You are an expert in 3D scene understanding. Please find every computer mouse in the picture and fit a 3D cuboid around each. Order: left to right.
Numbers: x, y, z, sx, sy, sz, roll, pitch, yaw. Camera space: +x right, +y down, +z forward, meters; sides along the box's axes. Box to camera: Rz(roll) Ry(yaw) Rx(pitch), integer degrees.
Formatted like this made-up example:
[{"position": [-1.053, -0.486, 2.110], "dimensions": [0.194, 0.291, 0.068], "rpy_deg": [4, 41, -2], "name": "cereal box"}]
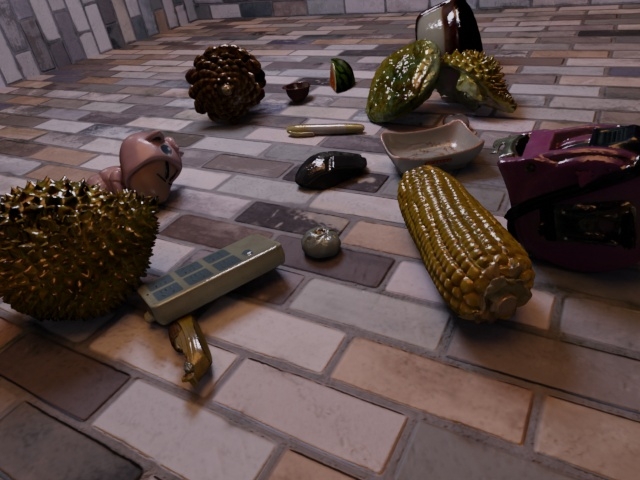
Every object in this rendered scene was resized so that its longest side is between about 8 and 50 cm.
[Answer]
[{"position": [0.023, -0.183, 1.154], "dimensions": [0.192, 0.062, 0.106], "rpy_deg": [-23, 37, -18], "name": "computer mouse"}, {"position": [0.372, -0.330, 1.309], "dimensions": [0.066, 0.039, 0.096], "rpy_deg": [-7, 34, 2], "name": "computer mouse"}]

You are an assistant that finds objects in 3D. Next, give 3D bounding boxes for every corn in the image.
[{"position": [0.224, -0.007, 0.796], "dimensions": [0.144, 0.143, 0.387], "rpy_deg": [-10, 29, -2], "name": "corn"}]

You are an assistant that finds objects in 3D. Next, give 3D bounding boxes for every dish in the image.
[{"position": [0.261, -0.211, 1.130], "dimensions": [0.213, 0.077, 0.151], "rpy_deg": [-11, 36, -4], "name": "dish"}]

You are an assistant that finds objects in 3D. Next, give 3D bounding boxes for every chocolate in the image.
[{"position": [0.433, -0.670, 1.634], "dimensions": [0.186, 0.283, 0.283], "rpy_deg": [-12, 28, 35], "name": "chocolate"}]

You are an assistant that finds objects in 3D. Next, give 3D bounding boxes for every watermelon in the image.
[{"position": [0.075, -0.587, 1.740], "dimensions": [0.094, 0.125, 0.135], "rpy_deg": [-20, -10, 40], "name": "watermelon"}]

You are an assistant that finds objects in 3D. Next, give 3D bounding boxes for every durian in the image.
[{"position": [-0.425, 0.009, 0.829], "dimensions": [0.293, 0.258, 0.258], "rpy_deg": [-6, 34, -6], "name": "durian"}, {"position": [0.432, -0.458, 1.368], "dimensions": [0.172, 0.166, 0.306], "rpy_deg": [-11, 36, -35], "name": "durian"}]

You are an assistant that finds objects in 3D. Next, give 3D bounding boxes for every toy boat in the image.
[{"position": [-0.196, 0.164, 0.714], "dimensions": [0.049, 0.047, 0.149], "rpy_deg": [-32, 34, -9], "name": "toy boat"}]

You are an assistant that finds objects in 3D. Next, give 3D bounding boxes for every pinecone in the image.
[{"position": [-0.295, -0.516, 1.558], "dimensions": [0.264, 0.264, 0.264], "rpy_deg": [-6, 34, 4], "name": "pinecone"}]

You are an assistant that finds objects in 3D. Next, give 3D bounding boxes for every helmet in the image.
[{"position": [-0.082, -0.512, 1.657], "dimensions": [0.089, 0.057, 0.111], "rpy_deg": [19, 38, 30], "name": "helmet"}]

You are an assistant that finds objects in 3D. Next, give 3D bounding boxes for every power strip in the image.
[{"position": [-0.186, 0.060, 0.838], "dimensions": [0.271, 0.046, 0.118], "rpy_deg": [-27, 21, -25], "name": "power strip"}]

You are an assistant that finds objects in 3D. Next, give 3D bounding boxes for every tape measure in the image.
[{"position": [0.409, -0.063, 0.754], "dimensions": [0.245, 0.231, 0.149], "rpy_deg": [-4, 33, 37], "name": "tape measure"}]

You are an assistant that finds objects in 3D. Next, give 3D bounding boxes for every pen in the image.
[{"position": [0.012, -0.322, 1.386], "dimensions": [0.234, 0.032, 0.040], "rpy_deg": [2, 59, 14], "name": "pen"}]

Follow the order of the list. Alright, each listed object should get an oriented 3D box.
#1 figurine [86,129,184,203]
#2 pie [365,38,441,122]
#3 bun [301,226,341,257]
[{"position": [-0.452, -0.136, 1.145], "dimensions": [0.287, 0.176, 0.186], "rpy_deg": [-33, 81, -8], "name": "figurine"}, {"position": [0.231, -0.463, 1.388], "dimensions": [0.277, 0.079, 0.277], "rpy_deg": [-29, 44, 32], "name": "pie"}, {"position": [0.000, 0.000, 0.908], "dimensions": [0.083, 0.045, 0.083], "rpy_deg": [-2, 32, 2], "name": "bun"}]
